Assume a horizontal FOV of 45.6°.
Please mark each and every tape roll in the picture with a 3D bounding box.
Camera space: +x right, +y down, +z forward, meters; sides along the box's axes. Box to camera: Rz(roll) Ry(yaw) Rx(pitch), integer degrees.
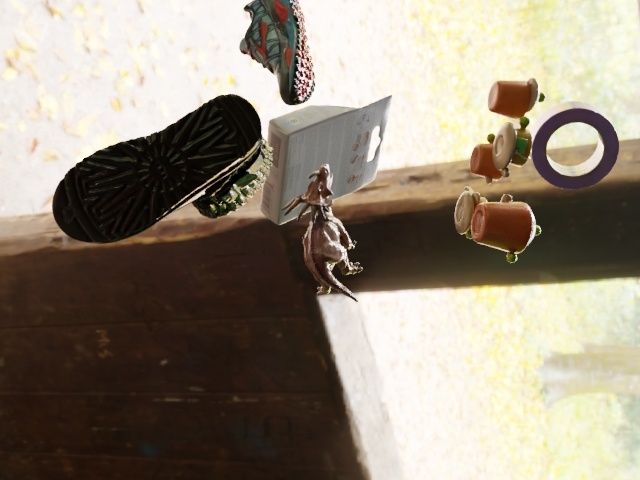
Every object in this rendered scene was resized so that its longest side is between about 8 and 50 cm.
[{"bbox_3d":[0.575,-0.217,1.731,0.080,0.189,0.189,-66,145,-65],"label":"tape roll"}]

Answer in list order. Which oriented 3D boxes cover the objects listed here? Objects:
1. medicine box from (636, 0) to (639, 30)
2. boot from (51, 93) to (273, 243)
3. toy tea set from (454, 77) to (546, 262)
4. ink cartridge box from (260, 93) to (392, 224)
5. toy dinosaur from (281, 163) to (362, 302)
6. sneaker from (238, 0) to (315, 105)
[{"bbox_3d":[0.597,-0.316,1.046,0.149,0.263,0.289,41,42,-21],"label":"medicine box"},{"bbox_3d":[-0.230,-0.089,1.215,0.131,0.348,0.260,63,-6,5],"label":"boot"},{"bbox_3d":[0.360,-0.131,1.417,0.200,0.124,0.336,-104,-156,-65],"label":"toy tea set"},{"bbox_3d":[0.016,-0.242,2.105,0.385,0.091,0.308,-27,143,-34],"label":"ink cartridge box"},{"bbox_3d":[0.000,0.000,1.679,0.200,0.127,0.296,58,18,-56],"label":"toy dinosaur"},{"bbox_3d":[-0.084,-0.348,1.404,0.104,0.125,0.262,49,28,-59],"label":"sneaker"}]
